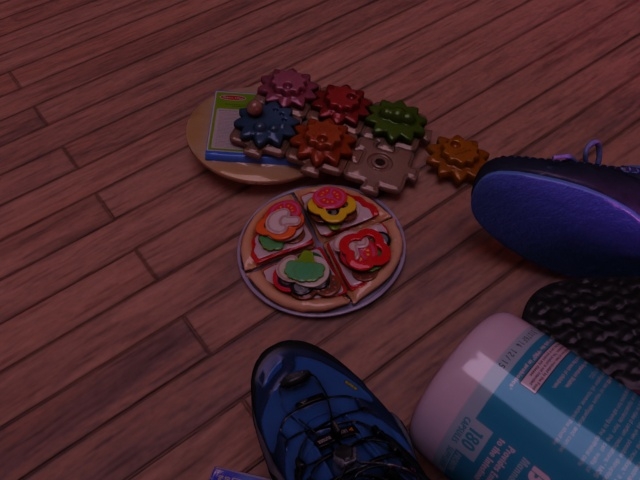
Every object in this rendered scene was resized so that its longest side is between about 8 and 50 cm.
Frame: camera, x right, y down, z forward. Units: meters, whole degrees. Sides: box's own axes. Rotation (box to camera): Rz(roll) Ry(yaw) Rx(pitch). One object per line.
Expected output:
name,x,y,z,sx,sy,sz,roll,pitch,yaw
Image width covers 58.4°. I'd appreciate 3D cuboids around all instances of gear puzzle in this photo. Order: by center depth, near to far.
gear puzzle,0.059,-0.143,0.755,0.339,0.044,0.175,18,54,7

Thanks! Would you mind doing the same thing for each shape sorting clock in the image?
shape sorting clock,-0.081,-0.150,0.798,0.206,0.040,0.206,3,53,-4

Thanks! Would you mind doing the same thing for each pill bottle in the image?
pill bottle,0.210,0.182,0.438,0.264,0.146,0.146,35,61,29

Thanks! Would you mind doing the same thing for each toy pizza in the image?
toy pizza,0.000,0.000,0.677,0.201,0.032,0.201,-2,51,3

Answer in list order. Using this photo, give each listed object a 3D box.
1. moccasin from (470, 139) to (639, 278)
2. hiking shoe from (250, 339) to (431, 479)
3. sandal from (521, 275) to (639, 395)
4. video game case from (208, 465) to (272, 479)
moccasin,0.332,-0.020,0.624,0.342,0.137,0.116,20,50,2
hiking shoe,0.038,0.170,0.397,0.113,0.132,0.304,-24,50,-18
sandal,0.419,0.110,0.524,0.446,0.107,0.167,3,51,23
video game case,-0.002,0.323,0.398,0.245,0.061,0.269,9,52,10
